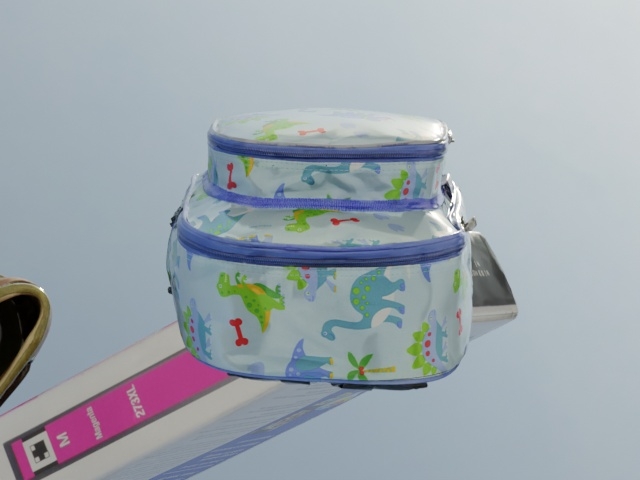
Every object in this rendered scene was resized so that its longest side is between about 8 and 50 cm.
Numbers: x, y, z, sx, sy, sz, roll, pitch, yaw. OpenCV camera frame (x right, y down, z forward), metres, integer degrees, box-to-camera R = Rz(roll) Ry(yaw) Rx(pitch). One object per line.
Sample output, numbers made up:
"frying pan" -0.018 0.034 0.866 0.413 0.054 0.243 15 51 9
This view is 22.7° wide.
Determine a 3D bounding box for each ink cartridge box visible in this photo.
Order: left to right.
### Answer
"ink cartridge box" -0.082 0.099 0.896 0.069 0.371 0.176 64 -159 12

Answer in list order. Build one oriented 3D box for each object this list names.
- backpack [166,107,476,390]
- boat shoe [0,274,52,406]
"backpack" 0.000 0.000 0.529 0.105 0.084 0.114 1 -163 0
"boat shoe" -0.282 0.119 0.937 0.110 0.104 0.307 51 -126 -16
